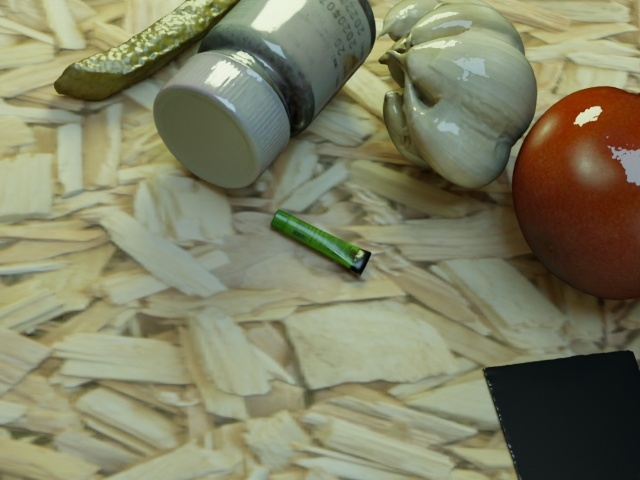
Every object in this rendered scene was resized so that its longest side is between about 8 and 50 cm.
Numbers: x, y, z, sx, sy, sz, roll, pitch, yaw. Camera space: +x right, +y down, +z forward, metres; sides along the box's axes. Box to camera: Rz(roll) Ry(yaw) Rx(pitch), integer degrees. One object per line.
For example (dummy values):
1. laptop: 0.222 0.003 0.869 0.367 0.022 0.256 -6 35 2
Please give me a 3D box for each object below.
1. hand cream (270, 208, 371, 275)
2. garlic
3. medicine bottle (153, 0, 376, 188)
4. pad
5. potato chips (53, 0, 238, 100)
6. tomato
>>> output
1. hand cream: 0.000 0.000 1.611 0.122 0.023 0.036 26 53 1
2. garlic: 0.165 -0.200 1.671 0.203 0.185 0.281 27 57 -33
3. medicine bottle: -0.063 -0.201 1.640 0.165 0.165 0.273 33 56 7
4. pad: 0.313 0.264 1.540 0.202 0.005 0.300 -5 59 -20
5. potato chips: -0.165 -0.287 1.731 0.080 0.057 0.407 40 56 7
6. tomato: 0.347 -0.055 1.617 0.224 0.256 0.256 -38 73 -14
